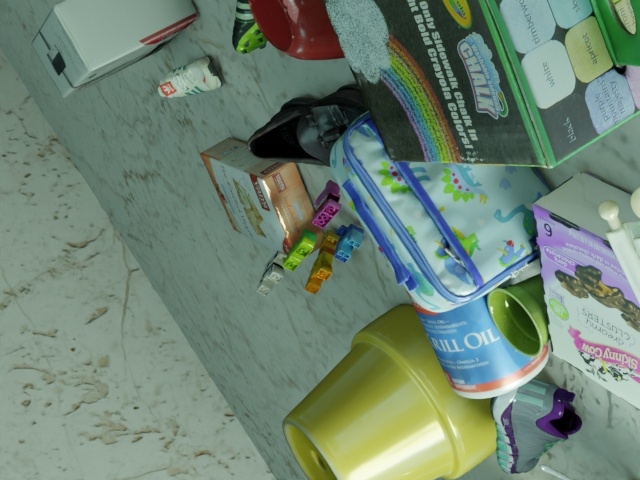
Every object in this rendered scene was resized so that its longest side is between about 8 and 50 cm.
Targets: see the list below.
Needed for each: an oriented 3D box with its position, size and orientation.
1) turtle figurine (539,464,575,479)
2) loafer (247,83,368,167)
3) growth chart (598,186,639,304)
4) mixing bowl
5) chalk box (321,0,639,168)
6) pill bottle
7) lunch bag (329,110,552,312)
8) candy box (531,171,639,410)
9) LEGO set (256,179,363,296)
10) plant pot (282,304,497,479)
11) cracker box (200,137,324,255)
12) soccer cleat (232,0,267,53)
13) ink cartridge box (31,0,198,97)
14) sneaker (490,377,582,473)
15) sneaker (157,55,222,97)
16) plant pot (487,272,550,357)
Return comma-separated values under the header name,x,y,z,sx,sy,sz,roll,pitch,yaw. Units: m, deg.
name,x,y,z,sx,sy,sz,roll,pitch,yaw
turtle figurine,0.331,0.391,1.188,0.197,0.275,0.266,-93,-11,-45
loafer,0.000,-0.130,1.347,0.302,0.095,0.109,10,128,64
growth chart,0.333,0.025,0.788,0.237,0.021,0.172,-4,115,44
mixing bowl,-0.018,-0.272,1.183,0.181,0.098,0.181,48,158,26
chalk box,0.160,-0.171,0.799,0.289,0.179,0.180,11,128,63
pill bottle,0.164,0.057,1.190,0.124,0.124,0.221,9,128,64
lunch bag,0.124,-0.048,1.058,0.219,0.176,0.090,58,160,4
candy box,0.287,0.057,0.978,0.165,0.070,0.196,34,149,47
LEGO set,0.000,0.000,1.549,0.087,0.093,0.227,28,134,-14
plant pot,0.087,0.255,1.492,0.254,0.239,0.254,48,157,28
cracker box,-0.095,-0.069,1.701,0.232,0.067,0.155,24,141,57
soccer cleat,-0.083,-0.308,1.355,0.072,0.060,0.179,63,155,16
ink cartridge box,-0.336,-0.337,1.688,0.114,0.197,0.273,62,160,-10
sneaker,0.268,0.237,1.281,0.098,0.083,0.223,13,152,25
sneaker,-0.216,-0.255,1.703,0.057,0.075,0.161,64,160,-15
plant pot,0.232,0.067,1.108,0.083,0.079,0.083,48,157,28
